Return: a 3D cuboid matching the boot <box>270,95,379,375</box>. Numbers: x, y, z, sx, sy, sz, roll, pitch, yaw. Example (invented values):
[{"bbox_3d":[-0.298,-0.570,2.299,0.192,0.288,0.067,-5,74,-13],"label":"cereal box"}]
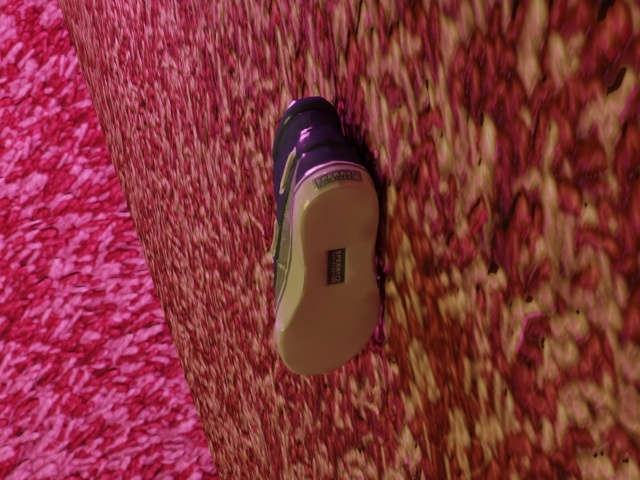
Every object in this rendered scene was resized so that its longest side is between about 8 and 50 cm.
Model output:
[{"bbox_3d":[0.000,0.000,0.913,0.190,0.069,0.086,100,160,-46],"label":"boot"}]
